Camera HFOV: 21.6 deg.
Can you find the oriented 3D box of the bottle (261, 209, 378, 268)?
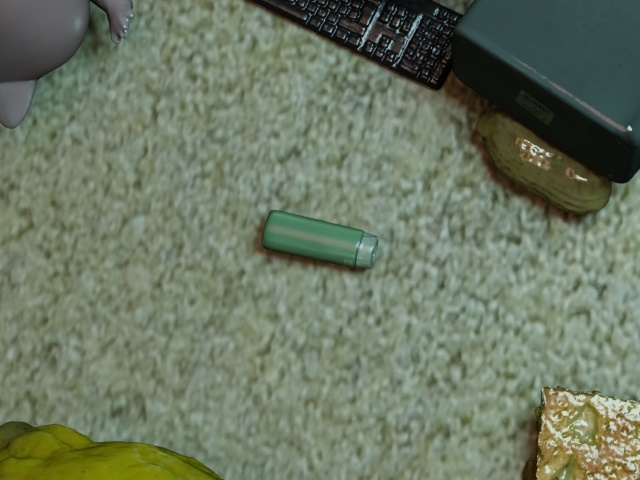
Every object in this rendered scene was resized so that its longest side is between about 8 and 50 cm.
[{"bbox_3d":[0.000,0.000,1.242,0.083,0.030,0.030,13,82,8],"label":"bottle"}]

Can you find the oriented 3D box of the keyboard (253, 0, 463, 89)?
[{"bbox_3d":[0.013,-0.184,1.282,0.204,0.013,0.061,27,85,10],"label":"keyboard"}]

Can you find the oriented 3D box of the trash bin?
[{"bbox_3d":[0.223,-0.178,1.195,0.177,0.101,0.236,35,75,14],"label":"trash bin"}]

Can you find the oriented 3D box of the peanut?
[{"bbox_3d":[0.163,-0.060,1.226,0.113,0.054,0.054,35,85,13],"label":"peanut"}]

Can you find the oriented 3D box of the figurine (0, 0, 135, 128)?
[{"bbox_3d":[-0.231,-0.224,1.266,0.186,0.176,0.287,-9,55,46],"label":"figurine"}]

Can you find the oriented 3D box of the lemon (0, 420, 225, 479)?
[{"bbox_3d":[-0.117,0.280,1.087,0.285,0.285,0.316,-36,45,-1],"label":"lemon"}]

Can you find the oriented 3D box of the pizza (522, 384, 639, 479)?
[{"bbox_3d":[0.203,0.157,1.183,0.175,0.046,0.134,-28,79,1],"label":"pizza"}]
